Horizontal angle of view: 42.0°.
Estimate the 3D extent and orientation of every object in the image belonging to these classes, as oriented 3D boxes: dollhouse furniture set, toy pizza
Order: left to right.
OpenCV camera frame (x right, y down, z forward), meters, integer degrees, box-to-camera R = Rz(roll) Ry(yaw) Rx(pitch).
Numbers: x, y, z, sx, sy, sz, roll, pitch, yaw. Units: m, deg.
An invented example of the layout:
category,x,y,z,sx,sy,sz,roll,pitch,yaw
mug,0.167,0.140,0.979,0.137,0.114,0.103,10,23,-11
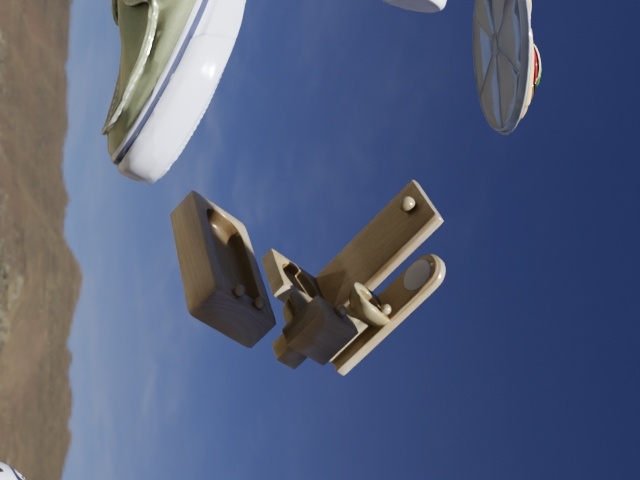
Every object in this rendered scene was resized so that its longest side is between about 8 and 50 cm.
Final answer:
category,x,y,z,sx,sy,sz,roll,pitch,yaw
dollhouse furniture set,0.000,0.000,0.564,0.123,0.151,0.144,-45,-146,15
toy pizza,0.208,-0.219,0.925,0.201,0.032,0.201,176,-90,-86

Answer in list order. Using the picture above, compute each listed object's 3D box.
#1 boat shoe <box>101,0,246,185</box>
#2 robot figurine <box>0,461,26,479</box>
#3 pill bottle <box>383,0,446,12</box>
category,x,y,z,sx,sy,sz,roll,pitch,yaw
boat shoe,-0.103,-0.189,0.589,0.109,0.094,0.302,-11,-119,64
robot figurine,-0.415,0.278,0.814,0.174,0.278,0.209,89,14,-44
pill bottle,0.151,-0.449,1.212,0.117,0.117,0.208,-155,-101,-67
